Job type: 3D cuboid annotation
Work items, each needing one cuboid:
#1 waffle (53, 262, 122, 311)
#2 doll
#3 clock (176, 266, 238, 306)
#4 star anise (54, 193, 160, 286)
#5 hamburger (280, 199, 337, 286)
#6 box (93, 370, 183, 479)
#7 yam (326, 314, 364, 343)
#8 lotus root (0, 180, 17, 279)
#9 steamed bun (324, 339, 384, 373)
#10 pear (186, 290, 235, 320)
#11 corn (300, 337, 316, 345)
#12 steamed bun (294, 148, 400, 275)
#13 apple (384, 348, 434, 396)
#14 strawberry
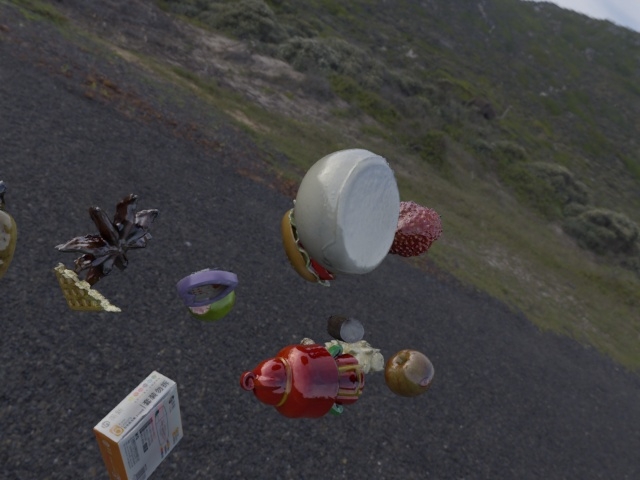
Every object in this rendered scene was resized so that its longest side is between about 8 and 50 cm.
[{"bbox_3d":[-0.523,0.105,1.115,0.032,0.191,0.125,-29,108,-51],"label":"waffle"},{"bbox_3d":[-0.039,0.348,1.228,0.363,0.182,0.160,12,-10,-37],"label":"doll"},{"bbox_3d":[-0.332,0.127,1.467,0.172,0.198,0.064,-18,69,-10],"label":"clock"},{"bbox_3d":[-0.521,0.004,1.234,0.088,0.288,0.288,32,20,15],"label":"star anise"},{"bbox_3d":[0.000,0.000,1.439,0.274,0.212,0.274,-21,90,-78],"label":"hamburger"},{"bbox_3d":[-0.481,0.521,1.352,0.091,0.273,0.221,22,38,19],"label":"box"},{"bbox_3d":[0.070,0.258,1.457,0.079,0.079,0.141,29,-10,-11],"label":"yam"},{"bbox_3d":[-0.635,-0.008,0.921,0.125,0.220,0.118,13,-1,-43],"label":"lotus root"},{"bbox_3d":[0.125,0.467,2.061,0.292,0.137,0.296,-2,-6,42],"label":"steamed bun"},{"bbox_3d":[-0.421,0.225,1.931,0.187,0.187,0.220,39,8,15],"label":"pear"},{"bbox_3d":[-0.008,0.446,1.739,0.080,0.079,0.237,11,43,-45],"label":"corn"},{"bbox_3d":[0.049,-0.065,1.100,0.177,0.282,0.283,11,6,35],"label":"steamed bun"},{"bbox_3d":[0.221,0.331,1.250,0.102,0.126,0.126,58,17,-14],"label":"apple"},{"bbox_3d":[0.242,-0.038,1.382,0.236,0.106,0.175,-40,83,-24],"label":"strawberry"}]
